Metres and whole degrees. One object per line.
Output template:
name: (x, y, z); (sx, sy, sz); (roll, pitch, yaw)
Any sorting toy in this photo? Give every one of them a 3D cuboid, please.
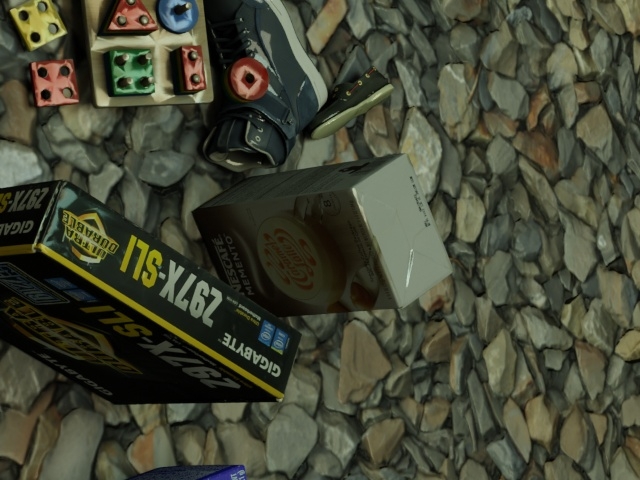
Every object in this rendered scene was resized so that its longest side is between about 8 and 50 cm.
sorting toy: (-0.179, -0.205, 2.031); (0.274, 0.046, 0.132); (-4, 85, -28)

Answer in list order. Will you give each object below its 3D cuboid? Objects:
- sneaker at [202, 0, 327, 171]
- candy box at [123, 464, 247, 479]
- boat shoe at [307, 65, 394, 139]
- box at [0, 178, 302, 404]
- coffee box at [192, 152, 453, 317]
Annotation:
sneaker: (-0.089, -0.179, 2.146); (0.226, 0.086, 0.163); (54, 49, -28)
candy box: (-0.180, 0.378, 1.920); (0.317, 0.122, 0.268); (-15, 95, -57)
boat shoe: (0.028, -0.158, 2.295); (0.133, 0.049, 0.042); (-36, 82, -35)
box: (-0.215, 0.057, 1.869); (0.322, 0.257, 0.079); (36, 61, -38)
coffee box: (0.000, 0.000, 2.099); (0.098, 0.246, 0.141); (-34, 108, -41)
